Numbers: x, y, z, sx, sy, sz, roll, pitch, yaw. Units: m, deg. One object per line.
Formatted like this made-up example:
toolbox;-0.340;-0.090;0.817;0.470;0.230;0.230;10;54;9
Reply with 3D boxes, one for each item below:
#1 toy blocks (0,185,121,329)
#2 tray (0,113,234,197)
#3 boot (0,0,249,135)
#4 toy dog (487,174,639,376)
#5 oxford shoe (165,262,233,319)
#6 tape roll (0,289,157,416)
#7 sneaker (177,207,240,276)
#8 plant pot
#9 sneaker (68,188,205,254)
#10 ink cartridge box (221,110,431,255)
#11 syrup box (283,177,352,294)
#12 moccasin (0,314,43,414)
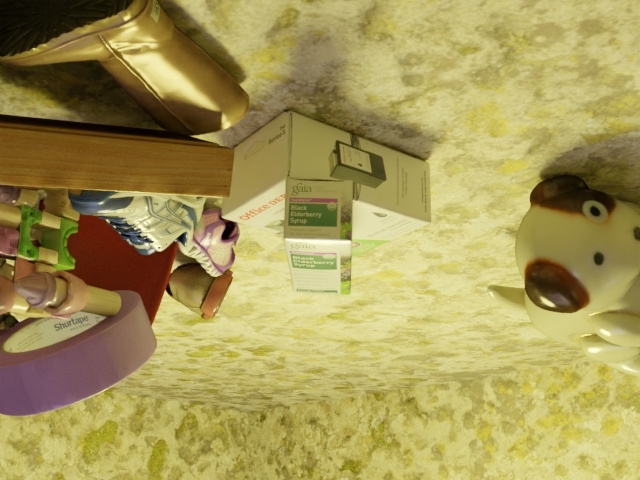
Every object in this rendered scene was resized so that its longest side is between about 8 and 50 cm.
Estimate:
toy blocks;-0.496;-0.015;1.230;0.309;0.288;0.260;-7;164;28
tray;-0.342;-0.117;1.032;0.411;0.076;0.203;3;-169;-31
boot;-0.247;-0.206;0.981;0.236;0.089;0.269;-5;160;18
toy dog;0.474;0.040;1.398;0.396;0.284;0.408;11;165;30
oxford shoe;-0.271;0.094;1.746;0.130;0.122;0.348;26;168;-6
tape roll;-0.414;0.178;1.309;0.275;0.090;0.275;-16;-165;4
sneaker;-0.197;-0.002;1.532;0.105;0.095;0.236;-25;161;4
plant pot;-0.429;0.090;1.573;0.267;0.235;0.267;7;158;-16
sneaker;-0.270;-0.037;1.228;0.112;0.130;0.296;15;-171;25
ink cartridge box;0.008;-0.080;1.254;0.273;0.114;0.198;16;155;-32
syrup box;0.000;0.000;1.169;0.093;0.096;0.237;1;159;2
moccasin;-0.629;0.222;1.541;0.380;0.147;0.139;26;150;25
